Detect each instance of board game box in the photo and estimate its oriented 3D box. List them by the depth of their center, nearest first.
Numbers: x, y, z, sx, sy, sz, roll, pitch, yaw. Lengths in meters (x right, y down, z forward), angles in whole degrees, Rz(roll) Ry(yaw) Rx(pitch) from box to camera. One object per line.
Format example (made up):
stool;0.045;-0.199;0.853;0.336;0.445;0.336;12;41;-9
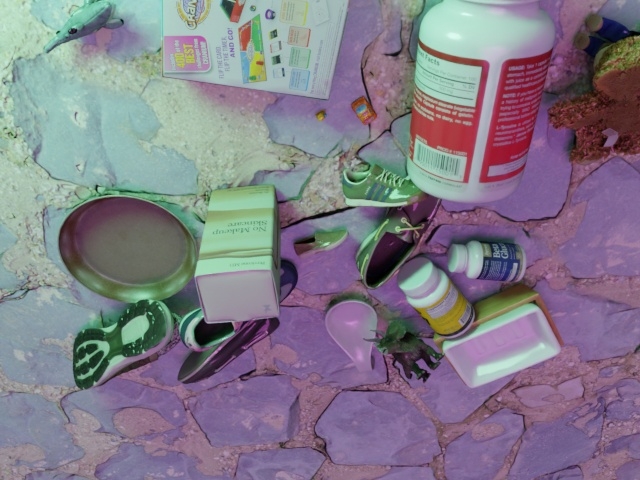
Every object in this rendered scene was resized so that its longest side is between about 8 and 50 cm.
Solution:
board game box;-0.118;-0.388;0.999;0.317;0.064;0.242;6;134;-9

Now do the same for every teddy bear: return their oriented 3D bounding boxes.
teddy bear;0.580;-0.270;1.117;0.245;0.113;0.338;-21;146;27

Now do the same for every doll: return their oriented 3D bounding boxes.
doll;0.585;-0.369;1.102;0.189;0.046;0.129;14;127;-20

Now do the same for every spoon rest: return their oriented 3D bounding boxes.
spoon rest;0.099;0.262;1.508;0.137;0.084;0.276;-15;127;6

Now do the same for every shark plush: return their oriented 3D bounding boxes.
shark plush;-0.429;-0.385;0.995;0.161;0.067;0.073;-16;126;7

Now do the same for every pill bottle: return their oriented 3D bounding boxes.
pill bottle;0.286;-0.290;1.023;0.229;0.229;0.407;-2;127;-3
pill bottle;0.399;0.049;1.366;0.169;0.094;0.094;4;126;-8
pill bottle;0.286;0.142;1.411;0.119;0.119;0.208;-32;122;18

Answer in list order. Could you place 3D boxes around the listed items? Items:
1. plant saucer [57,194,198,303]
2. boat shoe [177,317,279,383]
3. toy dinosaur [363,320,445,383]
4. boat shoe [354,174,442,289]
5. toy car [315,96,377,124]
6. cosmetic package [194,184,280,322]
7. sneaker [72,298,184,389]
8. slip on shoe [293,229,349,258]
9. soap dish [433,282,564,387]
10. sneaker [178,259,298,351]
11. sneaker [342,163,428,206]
plant saucer;-0.439;0.016;1.305;0.311;0.050;0.310;-2;127;-3
boat shoe;-0.244;0.288;1.484;0.095;0.112;0.335;39;112;-23
toy dinosaur;0.238;0.296;1.515;0.121;0.160;0.313;-45;156;-1
boat shoe;0.186;-0.022;1.295;0.117;0.096;0.324;23;121;-19
toy car;0.055;-0.247;1.153;0.122;0.040;0.060;-17;126;7
cosmetic package;-0.161;0.018;1.173;0.153;0.296;0.129;-6;128;-1
sneaker;-0.477;0.281;1.446;0.410;0.158;0.182;-25;154;29
slip on shoe;0.000;0.000;1.331;0.135;0.051;0.041;-21;114;18
soap dish;0.472;0.255;1.510;0.291;0.118;0.229;-28;124;15
sneaker;-0.177;0.160;1.321;0.319;0.131;0.112;-34;106;-12
sneaker;0.130;-0.122;1.209;0.192;0.064;0.086;0;120;30
